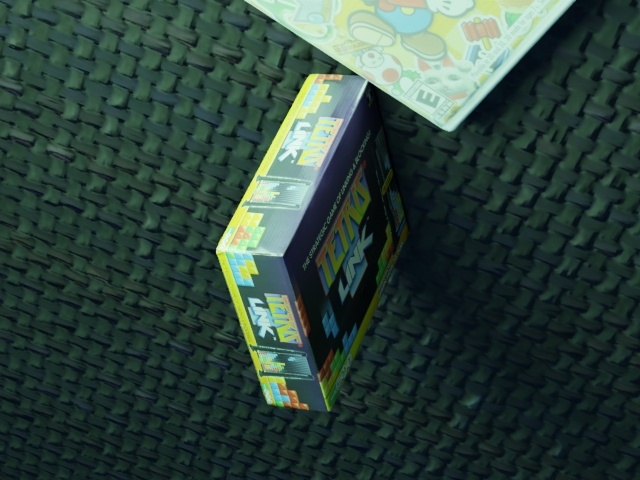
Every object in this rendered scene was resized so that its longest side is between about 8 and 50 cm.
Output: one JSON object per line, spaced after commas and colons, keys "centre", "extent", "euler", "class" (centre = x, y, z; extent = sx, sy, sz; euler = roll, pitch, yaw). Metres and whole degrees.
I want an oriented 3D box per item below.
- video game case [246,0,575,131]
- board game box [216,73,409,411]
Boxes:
{"centre": [0.052, -0.184, 1.134], "extent": [0.206, 0.026, 0.227], "euler": [32, 138, -9], "class": "video game case"}
{"centre": [0.000, 0.000, 1.239], "extent": [0.048, 0.170, 0.141], "euler": [6, 136, 22], "class": "board game box"}
